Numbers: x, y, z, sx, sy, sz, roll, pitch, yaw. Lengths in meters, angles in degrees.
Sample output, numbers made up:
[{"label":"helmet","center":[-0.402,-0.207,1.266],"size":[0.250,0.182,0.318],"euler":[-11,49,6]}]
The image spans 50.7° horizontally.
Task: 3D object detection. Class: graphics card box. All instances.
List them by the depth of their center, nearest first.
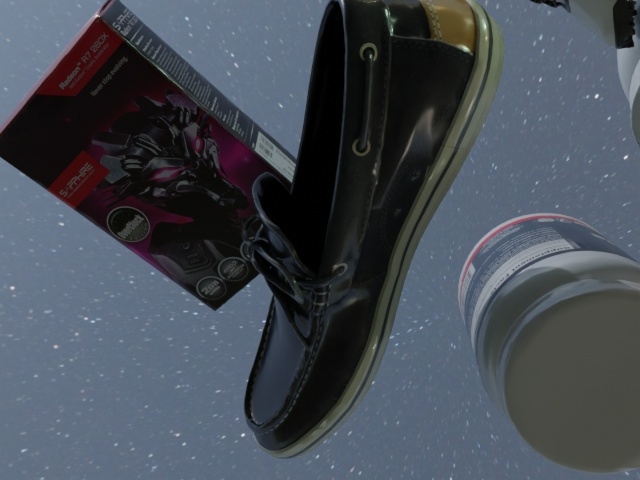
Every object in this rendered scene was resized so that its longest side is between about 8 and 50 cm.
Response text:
[{"label":"graphics card box","center":[-0.197,-0.094,0.877],"size":[0.233,0.094,0.371],"euler":[-39,-63,21]}]

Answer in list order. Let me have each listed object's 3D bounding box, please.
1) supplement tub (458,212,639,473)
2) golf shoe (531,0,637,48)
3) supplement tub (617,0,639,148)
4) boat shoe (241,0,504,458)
[{"label":"supplement tub","center":[0.247,0.087,0.686],"size":[0.191,0.272,0.191],"euler":[1,-76,5]},{"label":"golf shoe","center":[0.206,-0.235,0.603],"size":[0.094,0.077,0.198],"euler":[-27,-117,13]},{"label":"supplement tub","center":[0.416,-0.230,0.635],"size":[0.241,0.241,0.331],"euler":[16,-123,12]},{"label":"boat shoe","center":[0.000,0.000,0.651],"size":[0.156,0.186,0.499],"euler":[10,-63,-23]}]
